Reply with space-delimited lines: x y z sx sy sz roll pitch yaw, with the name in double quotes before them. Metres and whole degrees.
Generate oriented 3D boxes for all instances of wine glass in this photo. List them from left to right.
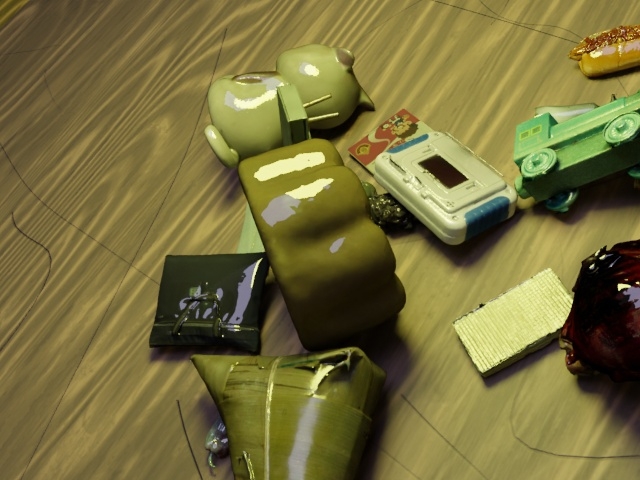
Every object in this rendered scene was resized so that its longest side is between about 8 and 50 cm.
"wine glass" 0.499 -0.238 1.591 0.155 0.072 0.072 -8 51 22

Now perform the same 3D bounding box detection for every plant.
"plant" 0.117 -0.070 1.646 0.085 0.087 0.174 -14 36 -43

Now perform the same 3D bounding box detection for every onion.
"onion" 0.471 0.105 1.195 0.281 0.281 0.221 -30 80 2

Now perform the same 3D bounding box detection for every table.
"table" -0.019 -0.201 1.719 0.111 0.240 0.122 -11 48 -7

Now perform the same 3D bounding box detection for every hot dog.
"hot dog" 0.627 -0.396 1.653 0.249 0.076 0.102 -10 53 18

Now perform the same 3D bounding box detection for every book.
"book" 0.180 -0.183 1.740 0.162 0.022 0.232 -37 46 -5

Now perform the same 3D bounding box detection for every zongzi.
"zongzi" -0.111 0.378 1.323 0.418 0.181 0.447 -1 54 31

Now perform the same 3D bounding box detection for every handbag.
"handbag" -0.220 0.121 1.639 0.254 0.089 0.211 -2 65 22

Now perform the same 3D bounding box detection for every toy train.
"toy train" 0.484 -0.175 1.462 0.298 0.120 0.194 -22 36 35

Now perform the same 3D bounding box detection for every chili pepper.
"chili pepper" -0.167 0.335 1.477 0.050 0.041 0.153 33 66 -4

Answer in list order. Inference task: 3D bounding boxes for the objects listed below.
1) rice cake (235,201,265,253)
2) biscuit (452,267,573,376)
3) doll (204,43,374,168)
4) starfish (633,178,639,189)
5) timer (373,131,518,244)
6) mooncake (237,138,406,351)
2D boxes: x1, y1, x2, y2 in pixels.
"rice cake" -0.130 -0.019 1.748 0.080 0.042 0.222 -5 51 19
"biscuit" 0.334 0.139 1.387 0.199 0.040 0.121 -29 49 4
"doll" -0.090 -0.308 1.849 0.370 0.215 0.226 -30 45 -3
"starfish" 0.617 -0.156 1.462 0.146 0.074 0.190 13 62 33
"timer" 0.237 -0.112 1.566 0.178 0.078 0.253 -26 51 -25
"mooncake" 0.000 0.000 1.450 0.200 0.378 0.378 -21 46 -4
